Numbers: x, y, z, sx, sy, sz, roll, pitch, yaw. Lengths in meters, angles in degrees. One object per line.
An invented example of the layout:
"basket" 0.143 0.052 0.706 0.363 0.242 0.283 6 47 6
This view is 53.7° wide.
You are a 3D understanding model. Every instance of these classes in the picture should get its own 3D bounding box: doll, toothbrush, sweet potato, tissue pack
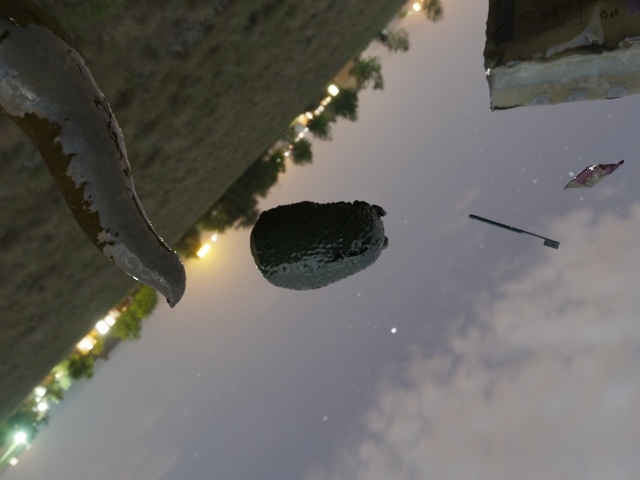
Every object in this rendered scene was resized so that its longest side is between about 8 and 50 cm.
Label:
"doll" 0.000 0.000 1.602 0.350 0.247 0.247 -9 -153 27
"toothbrush" 0.337 -0.017 1.109 0.011 0.167 0.014 1 108 -57
"sweet potato" -0.141 -0.068 0.327 0.069 0.249 0.059 -45 -158 -14
"tissue pack" 0.337 -0.277 0.785 0.257 0.123 0.214 -1 -124 21

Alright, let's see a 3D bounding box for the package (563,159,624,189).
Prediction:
"package" 0.405 -0.096 0.936 0.083 0.029 0.059 -16 161 -29
